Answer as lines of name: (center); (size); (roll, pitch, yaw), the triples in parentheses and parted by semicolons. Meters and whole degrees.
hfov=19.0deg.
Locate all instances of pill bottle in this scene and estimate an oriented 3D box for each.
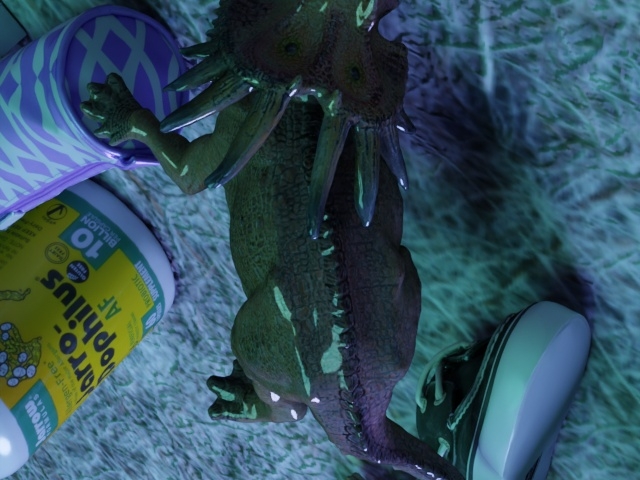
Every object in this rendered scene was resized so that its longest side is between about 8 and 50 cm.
pill bottle: (-0.191, 0.065, 1.125); (0.117, 0.208, 0.118); (31, 149, 21)

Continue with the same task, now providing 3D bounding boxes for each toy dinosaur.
toy dinosaur: (0.000, 0.000, 0.821); (0.200, 0.127, 0.296); (-171, 62, -73)

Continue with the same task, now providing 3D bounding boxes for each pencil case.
pencil case: (-0.150, -0.057, 1.022); (0.206, 0.086, 0.088); (-22, 69, 54)

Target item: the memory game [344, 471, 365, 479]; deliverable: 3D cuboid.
memory game: (0.061, 0.223, 1.160); (0.186, 0.012, 0.186); (54, 163, 25)

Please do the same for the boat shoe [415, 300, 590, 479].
boat shoe: (0.080, 0.090, 0.961); (0.070, 0.078, 0.219); (32, 151, 16)

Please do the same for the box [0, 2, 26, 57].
box: (-0.265, -0.144, 1.116); (0.145, 0.038, 0.186); (51, 151, -14)
